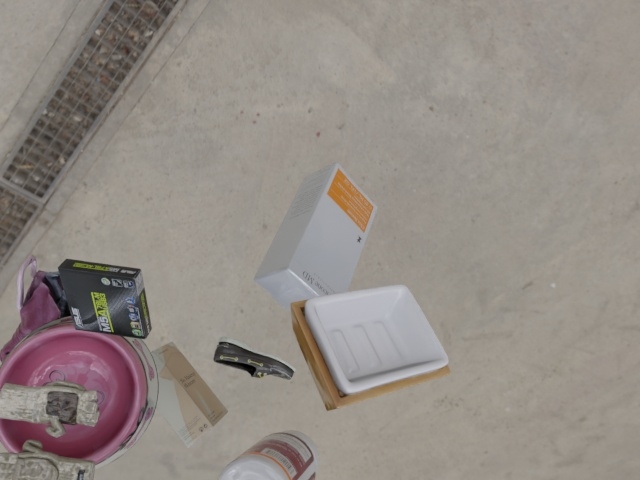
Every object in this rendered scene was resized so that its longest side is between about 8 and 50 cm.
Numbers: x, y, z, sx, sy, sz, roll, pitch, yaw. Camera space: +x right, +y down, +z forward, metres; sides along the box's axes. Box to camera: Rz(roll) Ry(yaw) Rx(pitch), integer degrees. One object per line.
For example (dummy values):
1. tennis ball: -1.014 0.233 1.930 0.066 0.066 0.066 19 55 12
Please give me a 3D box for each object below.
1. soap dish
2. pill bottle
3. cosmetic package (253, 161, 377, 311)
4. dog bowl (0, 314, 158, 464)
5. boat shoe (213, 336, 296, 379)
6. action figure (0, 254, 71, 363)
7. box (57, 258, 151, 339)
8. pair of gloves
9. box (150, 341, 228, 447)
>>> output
1. soap dish: 0.095 0.214 1.101 0.290 0.229 0.118 -6 144 -33
2. pill bottle: -0.141 0.713 1.624 0.224 0.224 0.392 -24 169 10
3. cosmetic package: 0.000 0.000 1.666 0.161 0.454 0.230 -20 126 42
4. dog bowl: -0.624 0.388 1.361 0.407 0.409 0.150 7 167 -13
5. boat shoe: -0.176 0.331 1.436 0.227 0.069 0.081 25 147 -13
6. action figure: -0.843 0.275 1.556 0.275 0.248 0.370 37 98 -17
7. box: -0.497 0.139 1.250 0.184 0.045 0.191 6 124 4
8. pair of gloves: -0.580 0.420 1.145 0.204 0.042 0.240 2 86 -10
9. box: -0.463 0.500 1.765 0.121 0.148 0.311 -41 86 9
